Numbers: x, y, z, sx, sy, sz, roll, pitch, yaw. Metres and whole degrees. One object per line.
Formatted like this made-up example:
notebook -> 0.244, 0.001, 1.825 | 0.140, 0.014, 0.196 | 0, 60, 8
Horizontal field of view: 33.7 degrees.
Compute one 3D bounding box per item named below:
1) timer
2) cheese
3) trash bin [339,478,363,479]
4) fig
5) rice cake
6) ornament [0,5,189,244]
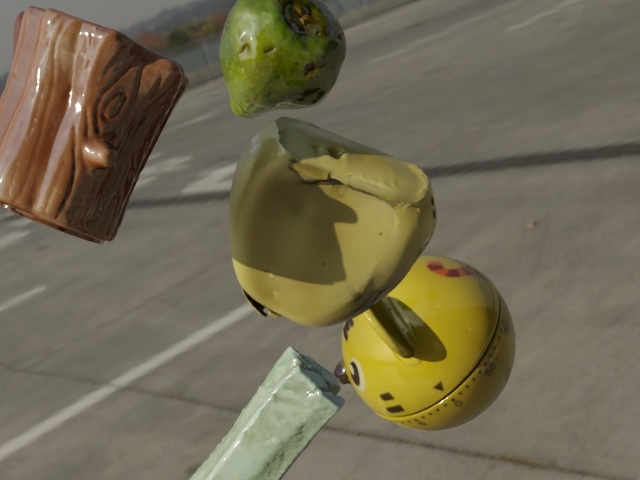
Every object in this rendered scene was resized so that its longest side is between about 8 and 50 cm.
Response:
timer -> 0.175, 0.172, 2.019 | 0.376, 0.387, 0.376 | -38, 28, 24
cheese -> 0.000, 0.000, 1.374 | 0.259, 0.316, 0.128 | 23, 39, 4
trash bin -> 0.061, 0.473, 1.515 | 0.243, 0.121, 0.247 | -2, 31, 34
fig -> -0.089, -0.278, 1.715 | 0.206, 0.206, 0.275 | -30, -7, -41
rice cake -> -0.098, 0.245, 0.993 | 0.336, 0.066, 0.063 | -54, 13, 15
ornament -> -0.276, -0.124, 1.199 | 0.235, 0.218, 0.221 | 22, -2, 21
